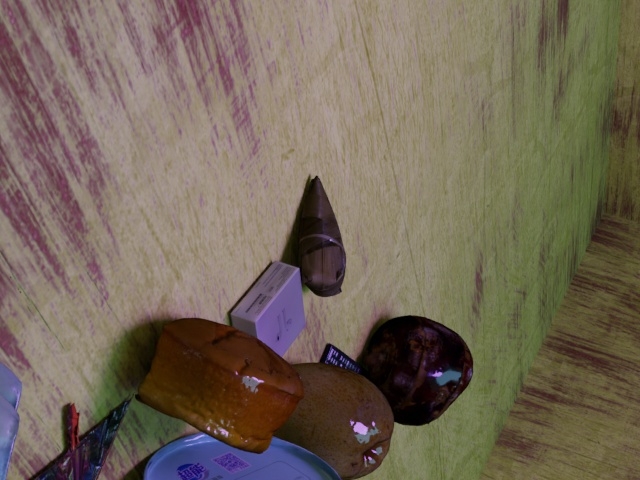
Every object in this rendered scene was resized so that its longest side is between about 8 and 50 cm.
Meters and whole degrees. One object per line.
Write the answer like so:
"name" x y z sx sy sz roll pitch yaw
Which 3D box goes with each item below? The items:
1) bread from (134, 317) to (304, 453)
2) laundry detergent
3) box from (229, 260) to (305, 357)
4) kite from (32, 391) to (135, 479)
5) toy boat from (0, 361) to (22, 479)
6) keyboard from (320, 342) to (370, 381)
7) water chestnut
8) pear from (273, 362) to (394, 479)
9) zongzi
"bread" -0.127 0.189 1.358 0.143 0.195 0.269 -62 159 -6
"laundry detergent" -0.124 0.473 1.435 0.287 0.287 0.305 -21 125 -60
"box" -0.080 0.123 1.575 0.130 0.051 0.129 -50 148 -39
"kite" -0.304 0.277 1.260 0.232 0.009 0.189 -40 141 -53
"toy boat" -0.374 0.277 0.956 0.215 0.123 0.330 -155 -100 -72
"keyboard" 0.050 0.285 1.996 0.101 0.018 0.310 -67 155 -12
"water chestnut" 0.207 0.264 2.049 0.238 0.223 0.224 29 78 -33
"pear" 0.017 0.307 1.708 0.228 0.211 0.188 20 90 -65
"zongzi" 0.000 0.000 1.663 0.160 0.078 0.176 91 -6 -76
